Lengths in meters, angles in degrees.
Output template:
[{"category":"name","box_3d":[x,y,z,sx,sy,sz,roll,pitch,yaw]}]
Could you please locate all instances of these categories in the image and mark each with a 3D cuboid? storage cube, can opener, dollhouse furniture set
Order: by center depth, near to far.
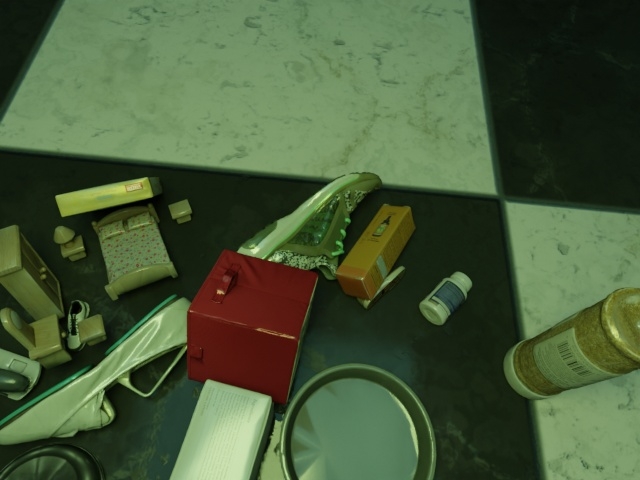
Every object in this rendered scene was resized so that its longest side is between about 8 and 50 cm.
[{"category":"storage cube","box_3d":[-0.125,0.159,0.846,0.193,0.215,0.183,14,36,2]},{"category":"can opener","box_3d":[-0.675,0.224,0.852,0.283,0.095,0.076,17,62,4]},{"category":"dollhouse furniture set","box_3d":[-0.413,0.026,0.891,0.355,0.174,0.303,-22,51,-15]}]

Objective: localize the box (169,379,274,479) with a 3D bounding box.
[{"category":"box","box_3d":[-0.160,0.358,0.776,0.119,0.181,0.182,14,62,3]}]

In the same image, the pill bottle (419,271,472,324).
[{"category":"pill bottle","box_3d":[0.281,0.126,0.998,0.120,0.067,0.067,-40,72,-21]}]

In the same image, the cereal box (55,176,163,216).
[{"category":"cereal box","box_3d":[-0.442,-0.099,0.972,0.173,0.240,0.047,-15,100,-13]}]

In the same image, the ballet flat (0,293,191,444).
[{"category":"ballet flat","box_3d":[-0.392,0.266,0.847,0.400,0.139,0.139,-38,71,-22]}]

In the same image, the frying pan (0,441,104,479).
[{"category":"frying pan","box_3d":[-0.510,0.481,0.725,0.197,0.053,0.326,28,49,14]}]

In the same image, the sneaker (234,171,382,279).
[{"category":"sneaker","box_3d":[0.000,0.000,1.021,0.410,0.158,0.182,-37,88,-17]}]

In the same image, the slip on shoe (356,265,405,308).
[{"category":"slip on shoe","box_3d":[0.137,0.098,1.015,0.135,0.051,0.041,-41,61,-16]}]

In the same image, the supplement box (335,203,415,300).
[{"category":"supplement box","box_3d":[0.130,0.020,1.011,0.078,0.080,0.233,10,52,39]}]

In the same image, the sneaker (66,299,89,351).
[{"category":"sneaker","box_3d":[-0.504,0.174,0.922,0.040,0.044,0.109,-5,64,-9]}]

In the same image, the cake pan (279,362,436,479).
[{"category":"cake pan","box_3d":[0.069,0.386,0.852,0.293,0.054,0.293,2,62,-4]}]

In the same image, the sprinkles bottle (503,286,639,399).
[{"category":"sprinkles bottle","box_3d":[0.463,0.202,0.810,0.121,0.355,0.121,2,63,-4]}]
